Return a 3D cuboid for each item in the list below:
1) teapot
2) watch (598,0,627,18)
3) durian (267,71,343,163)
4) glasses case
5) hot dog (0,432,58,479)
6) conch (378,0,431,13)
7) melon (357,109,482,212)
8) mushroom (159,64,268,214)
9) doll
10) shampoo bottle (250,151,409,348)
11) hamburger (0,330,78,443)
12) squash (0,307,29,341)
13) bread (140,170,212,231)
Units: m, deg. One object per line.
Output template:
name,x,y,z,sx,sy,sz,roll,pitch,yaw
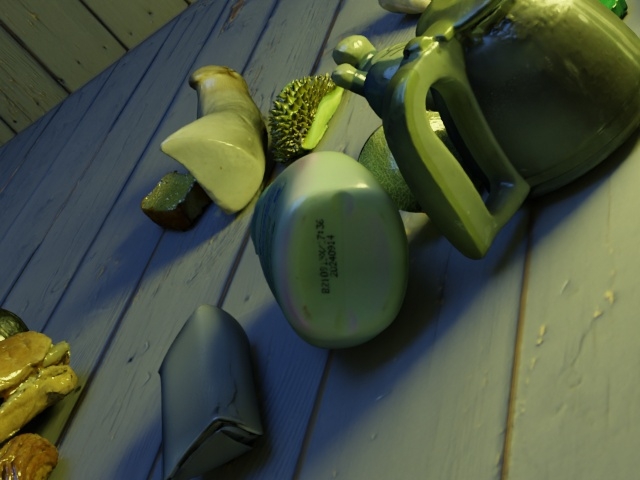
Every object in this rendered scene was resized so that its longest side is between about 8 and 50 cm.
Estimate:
teapot,0.191,-0.170,1.386,0.321,0.239,0.239,-45,20,-2
watch,0.302,-0.332,1.618,0.131,0.152,0.165,-45,20,-14
durian,-0.033,-0.222,2.078,0.137,0.095,0.221,-19,25,44
glasses case,-0.136,0.193,1.491,0.128,0.083,0.308,-45,21,11
hot dog,-0.447,0.352,1.687,0.175,0.114,0.259,-38,22,16
conch,0.160,-0.442,2.154,0.104,0.094,0.176,-8,14,-25
melon,0.129,-0.095,1.490,0.160,0.079,0.128,-5,43,-6
mushroom,-0.169,-0.194,2.157,0.126,0.177,0.397,-45,16,18
doll,0.135,-0.218,1.671,0.228,0.154,0.258,-7,8,-8
shampoo bottle,0.000,0.000,1.476,0.151,0.222,0.349,-7,9,-8
hamburger,-0.515,0.247,1.899,0.259,0.145,0.283,-35,-1,35
squash,-0.602,0.206,2.185,0.193,0.156,0.193,-21,7,3
bread,-0.256,-0.071,2.219,0.103,0.065,0.187,-49,21,-20
